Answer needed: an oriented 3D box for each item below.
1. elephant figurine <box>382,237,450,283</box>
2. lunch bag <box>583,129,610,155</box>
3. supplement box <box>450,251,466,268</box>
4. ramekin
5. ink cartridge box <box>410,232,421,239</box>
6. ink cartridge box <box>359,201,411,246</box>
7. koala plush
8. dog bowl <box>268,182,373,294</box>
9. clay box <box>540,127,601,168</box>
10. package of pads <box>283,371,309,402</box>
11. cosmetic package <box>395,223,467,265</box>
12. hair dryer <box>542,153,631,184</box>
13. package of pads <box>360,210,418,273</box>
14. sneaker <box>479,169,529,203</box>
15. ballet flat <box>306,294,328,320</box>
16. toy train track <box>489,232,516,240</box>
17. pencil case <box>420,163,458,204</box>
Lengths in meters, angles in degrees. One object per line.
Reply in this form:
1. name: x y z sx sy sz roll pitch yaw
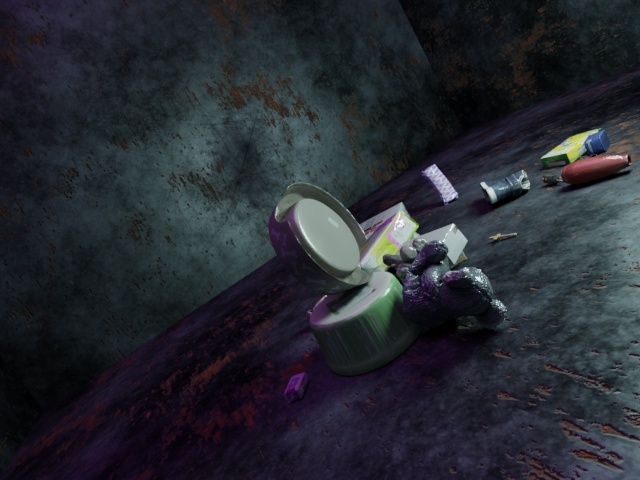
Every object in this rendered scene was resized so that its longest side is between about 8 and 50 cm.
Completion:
1. elephant figurine: 0.293 0.096 1.272 0.170 0.185 0.239 2 -21 -3
2. lunch bag: 1.034 -0.367 1.574 0.098 0.067 0.065 -37 13 -36
3. supplement box: 0.427 0.052 1.376 0.062 0.036 0.098 -32 11 -1
4. ramekin: 0.116 0.215 1.163 0.304 0.148 0.303 -29 11 6
5. ink cartridge box: 0.362 0.018 1.549 0.052 0.089 0.122 -51 5 17
6. ink cartridge box: 0.268 -0.021 1.900 0.272 0.130 0.309 -28 11 24
7. koala plush: 0.317 0.124 0.989 0.203 0.196 0.221 -46 15 -16
8. dog bowl: 0.000 0.000 1.202 0.102 0.348 0.349 -39 5 29
9. clay box: 1.017 -0.372 1.687 0.222 0.053 0.127 -32 10 -15
10. package of pads: -0.065 0.397 1.136 0.050 0.032 0.083 -29 10 21
11. cosmetic package: 0.349 0.039 1.366 0.117 0.085 0.231 -49 14 -31
12. hair dryer: 0.906 -0.260 1.402 0.224 0.080 0.293 -29 11 3
13. package of pads: 0.218 0.043 1.562 0.296 0.101 0.229 -51 3 -21
14. sneaker: 0.730 -0.216 1.660 0.164 0.086 0.226 -26 10 16
15. ballet flat: 0.048 0.223 1.502 0.222 0.079 0.077 -31 10 -5
16. toy train track: 0.577 -0.010 1.324 0.083 0.014 0.048 -12 13 43
17. pencil case: 0.576 -0.270 2.036 0.088 0.206 0.086 -37 -1 -18
